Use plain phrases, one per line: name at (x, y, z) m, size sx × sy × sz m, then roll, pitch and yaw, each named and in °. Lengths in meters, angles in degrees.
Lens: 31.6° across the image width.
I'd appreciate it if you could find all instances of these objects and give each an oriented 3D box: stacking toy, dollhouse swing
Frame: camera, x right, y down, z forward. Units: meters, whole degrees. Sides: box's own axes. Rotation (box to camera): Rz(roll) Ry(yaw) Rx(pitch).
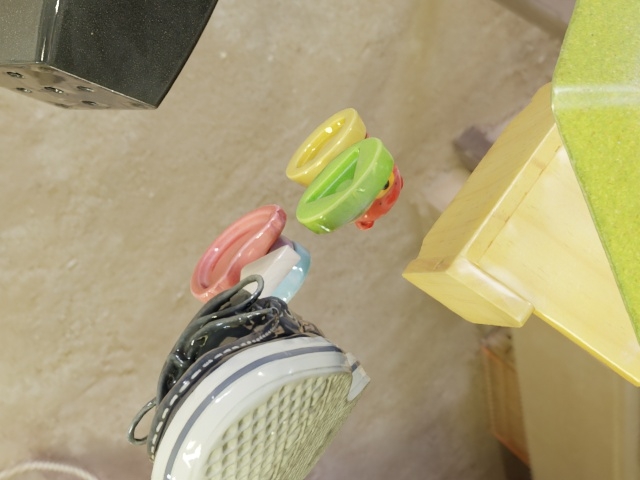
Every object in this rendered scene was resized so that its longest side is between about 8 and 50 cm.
stacking toy at (0.000, 0.000, 1.376) m, size 0.309 × 0.279 × 0.130 m, roll -47°, pitch 110°, yaw -3°
dollhouse swing at (0.357, -0.004, 1.497) m, size 0.346 × 0.305 × 0.315 m, roll -54°, pitch -173°, yaw -9°

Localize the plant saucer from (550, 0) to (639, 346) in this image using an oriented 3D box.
plant saucer at (0.173, -0.053, 0.536) m, size 0.188 × 0.045 × 0.188 m, roll 61°, pitch 37°, yaw -33°

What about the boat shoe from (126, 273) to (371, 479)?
boat shoe at (-0.066, 0.131, 0.943) m, size 0.186 × 0.156 × 0.500 m, roll -55°, pitch 172°, yaw 2°

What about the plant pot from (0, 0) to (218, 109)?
plant pot at (-0.202, -0.202, 0.931) m, size 0.188 × 0.187 × 0.166 m, roll 16°, pitch 82°, yaw -52°
